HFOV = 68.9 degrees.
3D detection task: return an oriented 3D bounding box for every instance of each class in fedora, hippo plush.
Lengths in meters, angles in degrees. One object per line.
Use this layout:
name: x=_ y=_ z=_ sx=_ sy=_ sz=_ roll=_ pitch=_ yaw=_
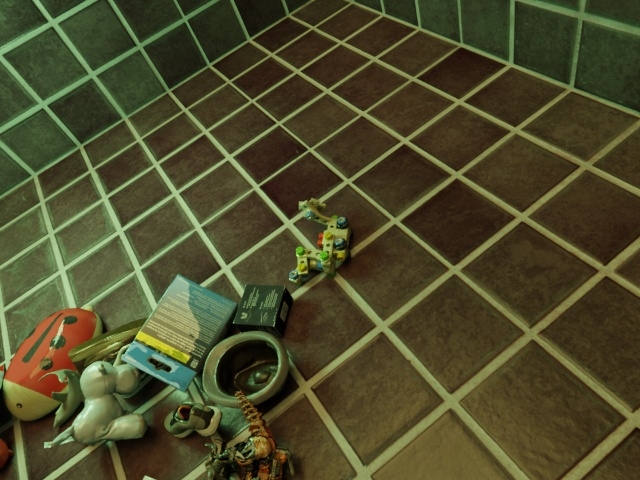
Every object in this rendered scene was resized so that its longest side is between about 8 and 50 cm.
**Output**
fedora: x=-0.214 y=0.415 z=1.459 sx=0.275 sy=0.124 sz=0.244 roll=-15 pitch=50 yaw=10
hippo plush: x=-0.686 y=0.504 z=1.460 sx=0.234 sy=0.294 sz=0.237 roll=-30 pitch=59 yaw=46

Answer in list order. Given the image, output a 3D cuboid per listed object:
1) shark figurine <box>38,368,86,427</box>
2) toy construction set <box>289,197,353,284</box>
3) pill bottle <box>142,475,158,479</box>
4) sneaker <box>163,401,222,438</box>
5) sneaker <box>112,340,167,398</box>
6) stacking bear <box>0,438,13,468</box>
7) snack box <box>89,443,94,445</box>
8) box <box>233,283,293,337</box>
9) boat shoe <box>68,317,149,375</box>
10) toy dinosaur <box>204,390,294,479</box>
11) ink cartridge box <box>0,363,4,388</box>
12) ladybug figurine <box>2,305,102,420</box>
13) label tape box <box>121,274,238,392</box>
shark figurine: x=-0.833 y=0.510 z=1.589 sx=0.116 sy=0.278 sz=0.166 roll=24 pitch=35 yaw=14
toy construction set: x=0.000 y=0.000 z=1.702 sx=0.214 sy=0.151 sz=0.328 roll=-6 pitch=63 yaw=17
pill bottle: x=-0.498 y=0.790 z=1.260 sx=0.146 sy=0.146 sz=0.264 roll=6 pitch=55 yaw=25
sneaker: x=-0.407 y=0.532 z=1.415 sx=0.271 sy=0.108 sz=0.100 roll=-24 pitch=36 yaw=41
sneaker: x=-0.601 y=0.399 z=1.625 sx=0.126 sy=0.127 sz=0.321 roll=28 pitch=66 yaw=37
stacking bear: x=-1.193 y=0.765 z=1.549 sx=0.288 sy=0.176 sz=0.164 roll=-26 pitch=30 yaw=-12
snack box: x=-0.760 y=0.605 z=1.579 sx=0.100 sy=0.037 sz=0.141 roll=19 pitch=62 yaw=30
box: x=-0.195 y=0.241 z=1.610 sx=0.158 sy=0.093 sz=0.156 roll=0 pitch=54 yaw=20
boat shoe: x=-0.718 y=0.386 z=1.697 sx=0.341 sy=0.123 sz=0.123 roll=-22 pitch=13 yaw=-21
toy dinosaur: x=-0.189 y=0.594 z=1.291 sx=0.218 sy=0.164 sz=0.322 roll=-18 pitch=51 yaw=2
ink cartridge box: x=-1.283 y=0.583 z=1.657 sx=0.308 sy=0.091 sz=0.385 roll=-53 pitch=26 yaw=-21
ladybug figurine: x=-0.999 y=0.429 z=1.729 sx=0.304 sy=0.162 sz=0.450 roll=5 pitch=55 yaw=25
label tape box: x=-0.466 y=0.318 z=1.586 sx=0.240 sy=0.106 sz=0.334 roll=26 pitch=63 yaw=4
